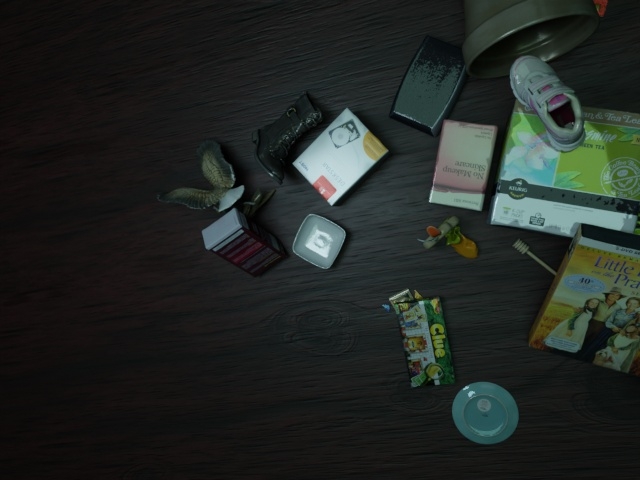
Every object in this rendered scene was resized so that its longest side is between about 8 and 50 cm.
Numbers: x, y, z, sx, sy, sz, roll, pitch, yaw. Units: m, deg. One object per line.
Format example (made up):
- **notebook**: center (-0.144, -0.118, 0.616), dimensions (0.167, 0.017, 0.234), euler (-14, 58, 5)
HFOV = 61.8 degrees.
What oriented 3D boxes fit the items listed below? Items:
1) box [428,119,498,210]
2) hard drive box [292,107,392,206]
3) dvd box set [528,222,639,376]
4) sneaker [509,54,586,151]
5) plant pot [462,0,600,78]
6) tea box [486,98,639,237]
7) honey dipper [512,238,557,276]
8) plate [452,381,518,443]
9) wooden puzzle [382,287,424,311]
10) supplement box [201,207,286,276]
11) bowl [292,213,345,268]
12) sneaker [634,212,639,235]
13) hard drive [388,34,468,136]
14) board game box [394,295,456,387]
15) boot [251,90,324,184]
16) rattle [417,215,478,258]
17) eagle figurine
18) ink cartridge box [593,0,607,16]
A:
- **box**: center (0.395, -0.205, 1.489), dimensions (0.149, 0.127, 0.232), euler (10, 96, 13)
- **hard drive box**: center (0.066, -0.243, 1.590), dimensions (0.232, 0.089, 0.181), euler (-45, 82, 13)
- **dvd box set**: center (0.735, 0.162, 1.336), dimensions (0.308, 0.062, 0.420), euler (14, 134, 12)
- **sneaker**: center (0.533, -0.329, 1.233), dimensions (0.103, 0.111, 0.252), euler (-35, 80, 11)
- **plant pot**: center (0.491, -0.608, 1.351), dimensions (0.323, 0.323, 0.280), euler (-17, 84, 15)
- **tea box**: center (0.629, -0.169, 1.382), dimensions (0.329, 0.220, 0.323), euler (11, 94, 14)
- **honey dipper**: center (0.611, 0.056, 1.501), dimensions (0.161, 0.030, 0.030), euler (41, 102, 7)
- **plate**: center (0.481, 0.508, 1.564), dimensions (0.188, 0.024, 0.188), euler (1, 94, 15)
- **wooden puzzle**: center (0.251, 0.189, 1.607), dimensions (0.116, 0.014, 0.078), euler (-36, 84, 14)
- **supplement box**: center (-0.224, 0.012, 1.603), dimensions (0.130, 0.239, 0.073), euler (-33, 52, 14)
- **bowl**: center (0.000, 0.000, 1.639), dimensions (0.142, 0.053, 0.142), euler (28, 100, 11)
- **sneaker**: center (0.887, -0.063, 1.388), dimensions (0.295, 0.123, 0.109), euler (-36, 65, -4)
- **hard drive**: center (0.316, -0.444, 1.531), dimensions (0.172, 0.054, 0.254), euler (27, 99, 11)
- **board game box**: center (0.311, 0.302, 1.585), dimensions (0.136, 0.030, 0.259), euler (-11, 94, 12)
- **boot**: center (-0.088, -0.312, 1.581), dimensions (0.229, 0.091, 0.263), euler (-33, 51, 16)
- **rattle**: center (0.354, 0.013, 1.474), dimensions (0.130, 0.200, 0.142), euler (-27, 87, 14)
- **eagle figurine**: center (-0.334, -0.153, 1.649), dimensions (0.298, 0.226, 0.225), euler (37, 122, 4)
- **ink cartridge box**: center (0.685, -0.687, 1.429), dimensions (0.179, 0.045, 0.145), euler (15, 97, 15)
